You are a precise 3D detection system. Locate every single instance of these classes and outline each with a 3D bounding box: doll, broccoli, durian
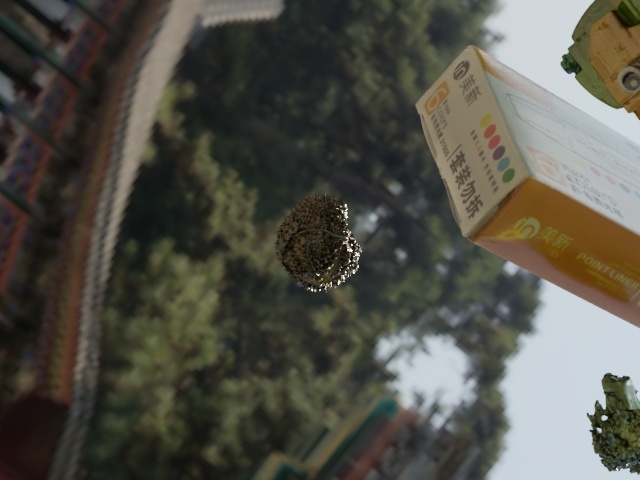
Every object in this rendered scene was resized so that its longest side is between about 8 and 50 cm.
[{"bbox_3d":[0.243,-0.179,1.186,0.106,0.134,0.186,-21,134,-68],"label":"doll"},{"bbox_3d":[0.271,0.154,1.431,0.097,0.092,0.095,-13,174,-3],"label":"broccoli"},{"bbox_3d":[0.000,0.000,1.439,0.080,0.080,0.091,-38,-157,41],"label":"durian"}]

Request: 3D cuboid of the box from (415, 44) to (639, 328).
[{"bbox_3d":[0.231,-0.039,1.532,0.091,0.274,0.220,-50,-146,24],"label":"box"}]
